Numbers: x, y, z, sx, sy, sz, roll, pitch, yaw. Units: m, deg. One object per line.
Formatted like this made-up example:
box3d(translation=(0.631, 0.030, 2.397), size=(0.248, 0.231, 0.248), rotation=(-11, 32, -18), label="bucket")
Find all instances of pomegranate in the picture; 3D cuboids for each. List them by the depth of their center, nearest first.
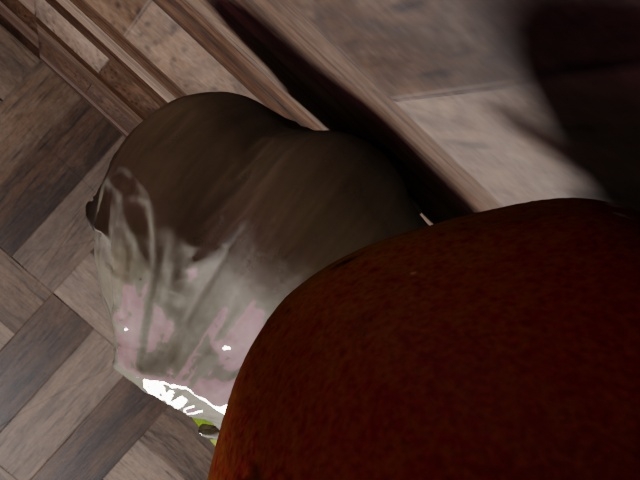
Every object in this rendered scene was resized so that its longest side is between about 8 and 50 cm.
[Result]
box3d(translation=(0.060, 0.089, 0.459), size=(0.221, 0.221, 0.257), rotation=(44, 177, -27), label="pomegranate")

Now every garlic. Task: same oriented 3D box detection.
box3d(translation=(-0.010, 0.021, 0.767), size=(0.229, 0.178, 0.143), rotation=(39, 159, -18), label="garlic")

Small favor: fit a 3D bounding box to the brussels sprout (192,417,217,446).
box3d(translation=(-0.018, 0.116, 1.376), size=(0.259, 0.227, 0.294), rotation=(39, -168, -13), label="brussels sprout")
